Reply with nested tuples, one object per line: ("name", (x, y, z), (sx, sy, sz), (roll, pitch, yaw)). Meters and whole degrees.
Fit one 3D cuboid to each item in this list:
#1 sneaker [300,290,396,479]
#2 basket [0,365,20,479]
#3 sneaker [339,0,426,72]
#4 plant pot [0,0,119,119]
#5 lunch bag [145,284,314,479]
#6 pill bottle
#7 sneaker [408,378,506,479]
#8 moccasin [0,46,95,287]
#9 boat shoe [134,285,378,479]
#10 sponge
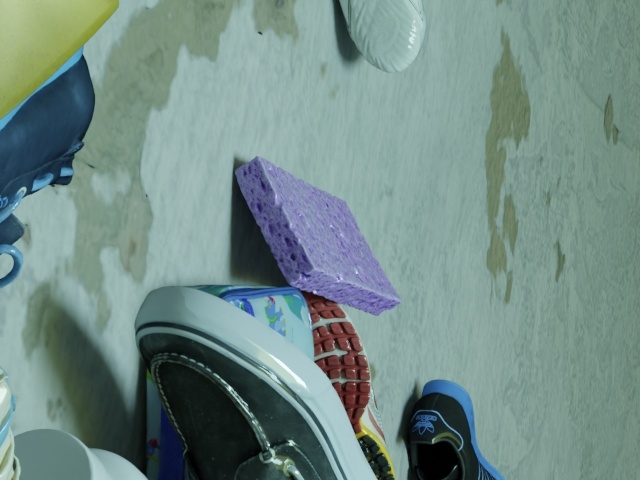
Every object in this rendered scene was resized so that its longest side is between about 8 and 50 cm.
("sneaker", (0.008, 0.145, 1.741), (0.093, 0.088, 0.225), (-100, 177, -67))
("basket", (-0.265, 0.172, 0.932), (0.255, 0.201, 0.289), (-55, 165, -49))
("sneaker", (0.048, -0.279, 1.824), (0.086, 0.085, 0.237), (-106, -175, -73))
("plant pot", (-0.262, -0.131, 0.921), (0.187, 0.212, 0.212), (-61, 146, -27))
("lunch bag", (-0.072, 0.145, 1.517), (0.176, 0.090, 0.219), (6, 84, -63))
("pill bottle", (-0.150, 0.216, 1.283), (0.216, 0.121, 0.121), (58, 39, -51))
("sneaker", (0.146, 0.263, 2.064), (0.090, 0.081, 0.232), (-61, 138, -44))
("moccasin", (-0.211, -0.031, 1.115), (0.342, 0.137, 0.117), (-40, 132, -60))
("boat shoe", (-0.038, 0.176, 1.380), (0.335, 0.121, 0.119), (55, 48, -32))
("sponge", (0.000, 0.000, 1.688), (0.117, 0.031, 0.210), (62, 16, 20))
